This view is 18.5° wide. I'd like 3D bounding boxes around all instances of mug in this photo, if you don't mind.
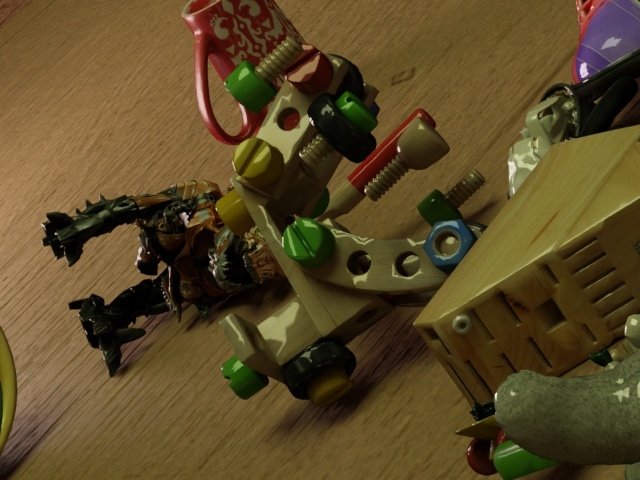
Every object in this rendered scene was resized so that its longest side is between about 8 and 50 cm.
[{"bbox_3d":[-0.074,-0.197,2.146,0.113,0.169,0.150,-21,25,33],"label":"mug"}]

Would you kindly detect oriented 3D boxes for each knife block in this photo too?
[{"bbox_3d":[0.195,-0.018,1.452,0.276,0.088,0.242,-32,20,9],"label":"knife block"}]

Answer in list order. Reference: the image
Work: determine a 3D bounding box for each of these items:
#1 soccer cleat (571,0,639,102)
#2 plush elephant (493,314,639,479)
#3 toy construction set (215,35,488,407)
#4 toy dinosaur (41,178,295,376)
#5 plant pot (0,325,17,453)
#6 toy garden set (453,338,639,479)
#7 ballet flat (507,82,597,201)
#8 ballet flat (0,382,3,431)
[{"bbox_3d":[0.254,-0.207,1.663,0.109,0.116,0.318,-26,11,25],"label":"soccer cleat"},{"bbox_3d":[0.205,0.100,0.919,0.330,0.255,0.272,-29,27,9],"label":"plush elephant"},{"bbox_3d":[0.000,0.000,1.583,0.237,0.257,0.309,-44,-2,12],"label":"toy construction set"},{"bbox_3d":[-0.141,0.012,1.896,0.218,0.164,0.322,-25,-1,-15],"label":"toy dinosaur"},{"bbox_3d":[-0.443,0.159,1.871,0.254,0.254,0.239,-47,7,-28],"label":"plant pot"},{"bbox_3d":[0.199,0.067,1.209,0.244,0.049,0.204,-29,-4,-20],"label":"toy garden set"},{"bbox_3d":[0.184,-0.065,1.599,0.074,0.074,0.203,-21,25,33],"label":"ballet flat"},{"bbox_3d":[-0.348,0.253,1.306,0.182,0.164,0.482,-35,28,30],"label":"ballet flat"}]
